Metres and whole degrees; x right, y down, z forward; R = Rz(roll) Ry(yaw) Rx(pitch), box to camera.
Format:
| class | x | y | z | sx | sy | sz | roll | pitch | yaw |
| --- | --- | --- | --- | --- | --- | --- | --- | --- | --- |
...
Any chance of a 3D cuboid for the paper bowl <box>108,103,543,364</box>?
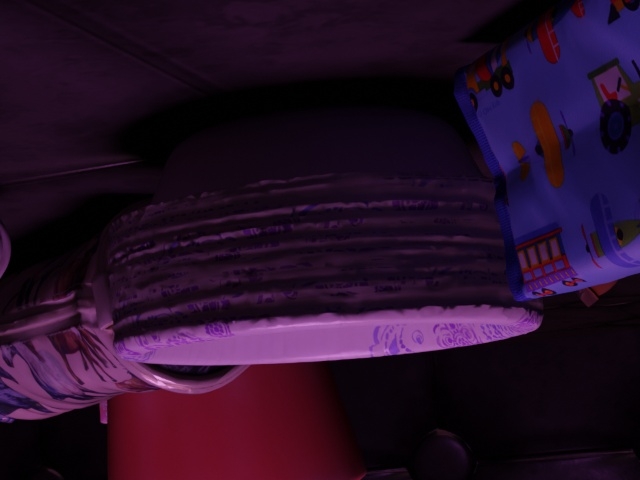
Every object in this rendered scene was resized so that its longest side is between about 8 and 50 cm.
| class | x | y | z | sx | sy | sz | roll | pitch | yaw |
| --- | --- | --- | --- | --- | --- | --- | --- | --- | --- |
| paper bowl | 0.000 | 0.000 | 0.968 | 0.284 | 0.148 | 0.284 | -5 | 172 | -1 |

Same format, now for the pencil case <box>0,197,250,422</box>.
| class | x | y | z | sx | sy | sz | roll | pitch | yaw |
| --- | --- | --- | --- | --- | --- | --- | --- | --- | --- |
| pencil case | -0.205 | 0.072 | 1.287 | 0.183 | 0.160 | 0.410 | -14 | 178 | -34 |

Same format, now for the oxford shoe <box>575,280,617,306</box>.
| class | x | y | z | sx | sy | sz | roll | pitch | yaw |
| --- | --- | --- | --- | --- | --- | --- | --- | --- | --- |
| oxford shoe | 0.283 | 0.013 | 1.553 | 0.076 | 0.076 | 0.212 | -37 | 162 | 9 |

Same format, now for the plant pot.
| class | x | y | z | sx | sy | sz | roll | pitch | yaw |
| --- | --- | --- | --- | --- | --- | --- | --- | --- | --- |
| plant pot | -0.106 | 0.154 | 1.529 | 0.275 | 0.243 | 0.275 | -11 | 177 | -1 |

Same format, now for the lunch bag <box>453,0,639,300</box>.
| class | x | y | z | sx | sy | sz | roll | pitch | yaw |
| --- | --- | --- | --- | --- | --- | --- | --- | --- | --- |
| lunch bag | 0.255 | -0.078 | 0.742 | 0.293 | 0.138 | 0.221 | -11 | 172 | -23 |

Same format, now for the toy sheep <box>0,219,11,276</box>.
| class | x | y | z | sx | sy | sz | roll | pitch | yaw |
| --- | --- | --- | --- | --- | --- | --- | --- | --- | --- |
| toy sheep | -0.272 | 0.008 | 1.069 | 0.091 | 0.091 | 0.132 | 1 | -175 | -35 |

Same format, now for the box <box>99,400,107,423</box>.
| class | x | y | z | sx | sy | sz | roll | pitch | yaw |
| --- | --- | --- | --- | --- | --- | --- | --- | --- | --- |
| box | -0.162 | 0.188 | 2.131 | 0.300 | 0.142 | 0.154 | -7 | 170 | 15 |
